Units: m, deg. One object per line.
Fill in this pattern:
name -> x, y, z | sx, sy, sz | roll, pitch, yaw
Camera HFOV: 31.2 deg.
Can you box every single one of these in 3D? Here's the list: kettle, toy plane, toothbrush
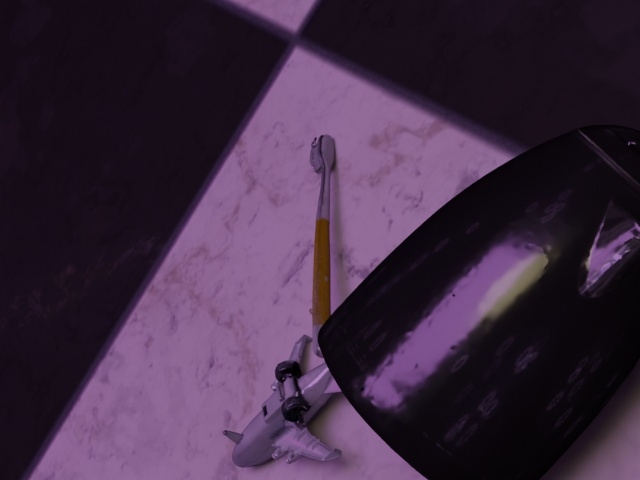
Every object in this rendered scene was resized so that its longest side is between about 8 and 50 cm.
kettle -> 0.163, 0.027, 0.914 | 0.290, 0.207, 0.268 | -51, 9, 12
toy plane -> -0.030, 0.166, 1.116 | 0.171, 0.065, 0.162 | -38, 35, 17
toothbrush -> 0.000, 0.000, 1.176 | 0.024, 0.021, 0.288 | -39, 36, 38
